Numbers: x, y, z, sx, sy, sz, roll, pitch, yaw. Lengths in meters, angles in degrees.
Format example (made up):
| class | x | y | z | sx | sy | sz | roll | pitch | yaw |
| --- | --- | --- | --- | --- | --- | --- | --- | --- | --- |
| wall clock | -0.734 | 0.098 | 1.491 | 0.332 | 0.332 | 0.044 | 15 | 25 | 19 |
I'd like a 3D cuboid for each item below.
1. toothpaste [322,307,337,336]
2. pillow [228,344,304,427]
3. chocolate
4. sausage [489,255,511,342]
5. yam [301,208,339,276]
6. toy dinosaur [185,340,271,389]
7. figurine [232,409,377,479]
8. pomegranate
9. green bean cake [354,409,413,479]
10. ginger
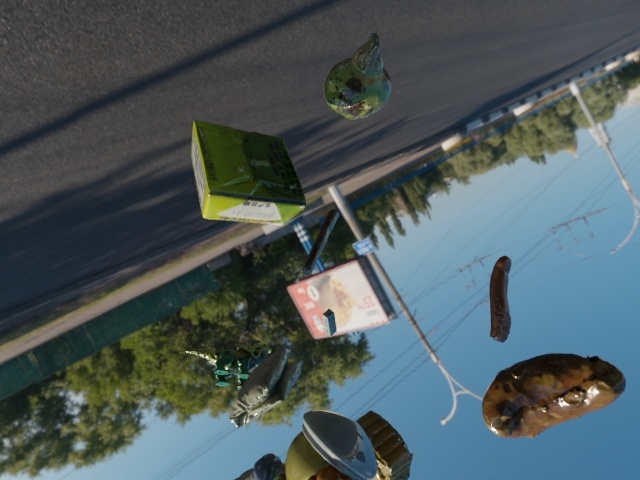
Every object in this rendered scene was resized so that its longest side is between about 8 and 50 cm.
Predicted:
| class | x | y | z | sx | sy | sz | roll | pitch | yaw |
| --- | --- | --- | --- | --- | --- | --- | --- | --- | --- |
| toothpaste | 0.043 | 0.366 | 2.082 | 0.046 | 0.034 | 0.164 | -39 | 145 | -24 |
| pillow | -0.115 | 0.309 | 0.985 | 0.134 | 0.078 | 0.181 | -37 | -176 | 14 |
| chocolate | -0.223 | -0.188 | 1.364 | 0.289 | 0.300 | 0.137 | 5 | 137 | -31 |
| sausage | 0.618 | 0.197 | 1.615 | 0.078 | 0.304 | 0.078 | 7 | 162 | 2 |
| yam | 0.000 | 0.000 | 1.578 | 0.045 | 0.045 | 0.327 | -5 | -145 | 24 |
| toy dinosaur | -0.278 | 0.361 | 1.399 | 0.259 | 0.094 | 0.153 | 3 | -148 | -5 |
| figurine | -0.062 | 0.534 | 1.115 | 0.382 | 0.205 | 0.224 | -23 | 166 | 6 |
| pomegranate | 0.142 | -0.521 | 1.543 | 0.222 | 0.204 | 0.277 | -37 | -173 | -37 |
| green bean cake | 0.200 | 0.734 | 1.612 | 0.131 | 0.224 | 0.230 | -21 | -139 | -28 |
| ginger | 0.523 | 0.346 | 1.090 | 0.321 | 0.165 | 0.172 | -34 | 179 | 23 |
